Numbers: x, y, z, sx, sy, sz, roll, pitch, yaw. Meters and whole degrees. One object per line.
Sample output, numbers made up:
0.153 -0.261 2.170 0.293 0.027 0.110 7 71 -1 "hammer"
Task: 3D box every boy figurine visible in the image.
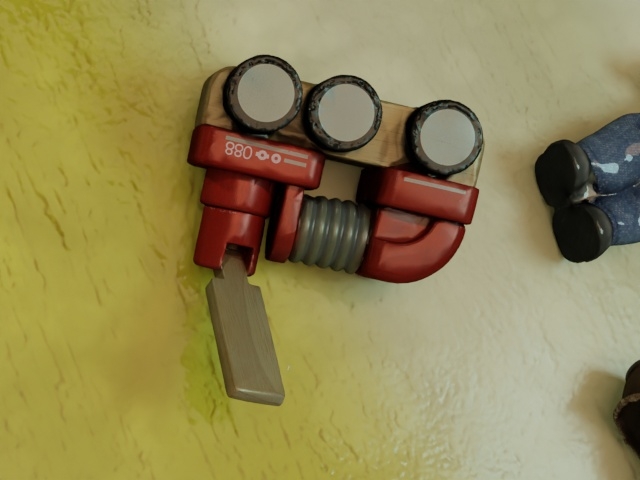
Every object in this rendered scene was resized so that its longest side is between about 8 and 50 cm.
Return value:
0.322 -0.078 1.269 0.285 0.092 0.177 -19 85 -16 "boy figurine"

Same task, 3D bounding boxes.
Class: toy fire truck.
0.000 0.000 1.161 0.217 0.158 0.246 13 89 -11 "toy fire truck"

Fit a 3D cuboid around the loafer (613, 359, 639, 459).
0.337 0.248 1.162 0.130 0.134 0.366 -29 73 -24 "loafer"
